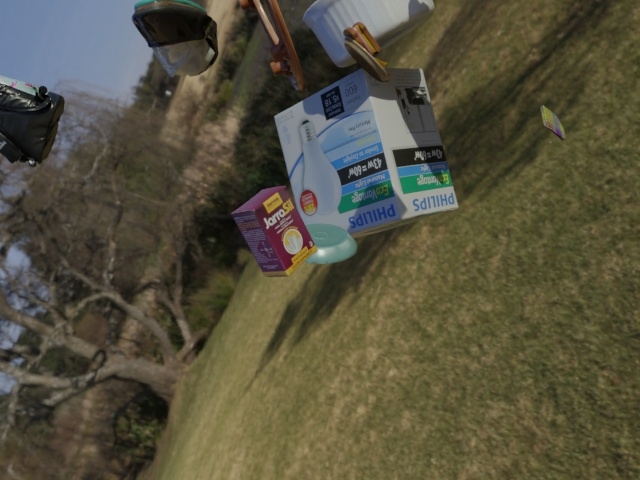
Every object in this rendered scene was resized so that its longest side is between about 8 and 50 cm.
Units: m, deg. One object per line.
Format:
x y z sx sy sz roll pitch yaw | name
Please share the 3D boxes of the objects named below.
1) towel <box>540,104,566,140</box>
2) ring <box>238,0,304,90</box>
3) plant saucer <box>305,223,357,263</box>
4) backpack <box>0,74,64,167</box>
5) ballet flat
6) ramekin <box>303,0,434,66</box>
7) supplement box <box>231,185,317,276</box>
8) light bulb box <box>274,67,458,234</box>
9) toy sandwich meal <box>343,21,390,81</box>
0.509 -0.257 1.472 0.009 0.083 0.060 -28 53 40 | towel
-0.103 -0.355 0.906 0.336 0.032 0.336 -24 -90 -90 | ring
0.000 0.000 1.072 0.119 0.119 0.021 -96 6 -63 | plant saucer
-0.577 -0.232 1.230 0.115 0.182 0.151 -121 52 -77 | backpack
-0.192 -0.290 0.979 0.280 0.095 0.096 -72 -29 -76 | ballet flat
0.114 -0.496 1.471 0.277 0.135 0.277 -29 6 3 | ramekin
-0.049 -0.009 0.725 0.043 0.083 0.055 -5 29 47 | supplement box
0.107 -0.200 1.691 0.358 0.225 0.360 -17 86 49 | light bulb box
0.061 -0.233 0.833 0.029 0.085 0.085 -46 15 5 | toy sandwich meal
